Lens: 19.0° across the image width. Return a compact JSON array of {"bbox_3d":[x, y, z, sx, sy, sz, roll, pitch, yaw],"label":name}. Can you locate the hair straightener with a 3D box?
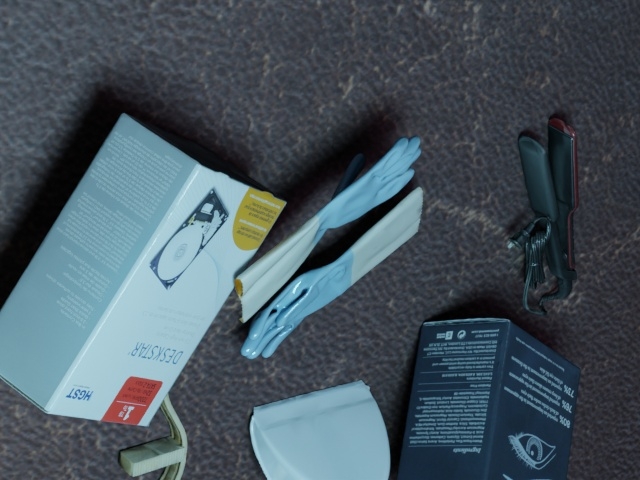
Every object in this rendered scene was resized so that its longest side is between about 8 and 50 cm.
[{"bbox_3d":[0.217,-0.011,1.932,0.089,0.047,0.230,-27,134,-25],"label":"hair straightener"}]

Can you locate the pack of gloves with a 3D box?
[{"bbox_3d":[0.000,0.000,1.730,0.232,0.046,0.195,-40,160,-21],"label":"pack of gloves"}]

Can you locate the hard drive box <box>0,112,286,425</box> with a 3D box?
[{"bbox_3d":[-0.152,0.029,1.569,0.232,0.089,0.181,-58,157,5],"label":"hard drive box"}]

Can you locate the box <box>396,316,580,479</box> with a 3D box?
[{"bbox_3d":[0.167,0.200,1.901,0.153,0.108,0.207,34,60,-46],"label":"box"}]

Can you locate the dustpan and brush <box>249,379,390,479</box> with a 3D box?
[{"bbox_3d":[0.024,0.250,1.839,0.147,0.211,0.060,-11,151,-35],"label":"dustpan and brush"}]

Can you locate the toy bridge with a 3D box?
[{"bbox_3d":[-0.154,0.197,1.753,0.063,0.026,0.188,-13,123,-37],"label":"toy bridge"}]
